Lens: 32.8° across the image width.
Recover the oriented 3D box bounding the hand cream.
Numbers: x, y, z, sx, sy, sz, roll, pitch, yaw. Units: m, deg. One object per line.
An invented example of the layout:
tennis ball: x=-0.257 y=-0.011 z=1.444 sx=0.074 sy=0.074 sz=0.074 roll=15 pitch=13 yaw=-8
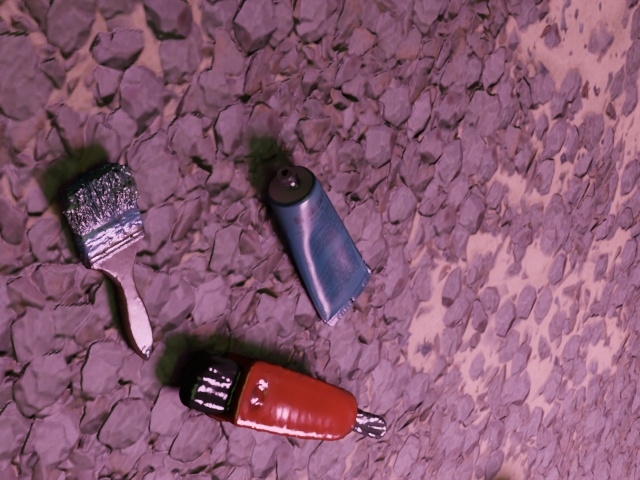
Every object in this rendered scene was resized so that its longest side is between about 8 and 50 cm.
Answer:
hand cream: x=0.000 y=0.000 z=1.097 sx=0.083 sy=0.048 sz=0.224 roll=-52 pitch=144 yaw=-21

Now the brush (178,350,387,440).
brush: x=-0.031 y=0.170 z=1.124 sx=0.323 sy=0.051 sz=0.070 roll=27 pitch=78 yaw=-48

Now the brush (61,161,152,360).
brush: x=-0.169 y=0.027 z=0.920 sx=0.070 sy=0.021 sz=0.196 roll=-35 pitch=130 yaw=-33
